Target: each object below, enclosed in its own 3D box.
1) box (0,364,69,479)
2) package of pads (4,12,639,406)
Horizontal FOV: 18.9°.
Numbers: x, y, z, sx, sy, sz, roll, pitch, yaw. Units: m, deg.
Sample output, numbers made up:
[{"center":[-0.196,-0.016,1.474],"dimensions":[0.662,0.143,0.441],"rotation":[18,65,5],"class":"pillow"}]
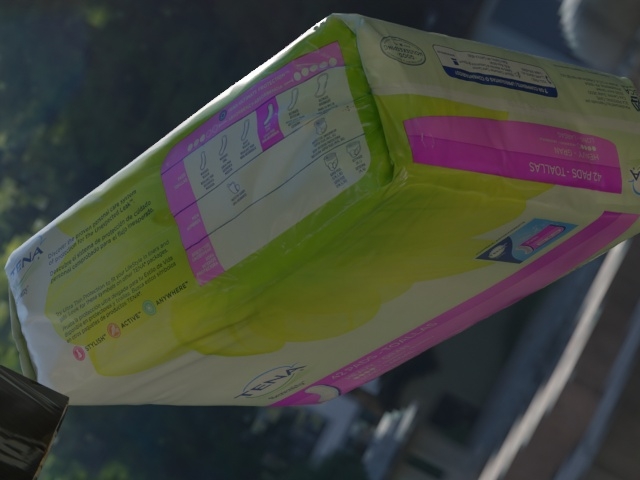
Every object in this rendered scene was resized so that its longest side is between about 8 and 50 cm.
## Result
[{"center":[-0.337,0.155,0.941],"dimensions":[0.395,0.318,0.097],"rotation":[-57,10,38],"class":"box"},{"center":[0.000,0.000,1.020],"dimensions":[0.229,0.101,0.296],"rotation":[5,-29,-45],"class":"package of pads"}]
